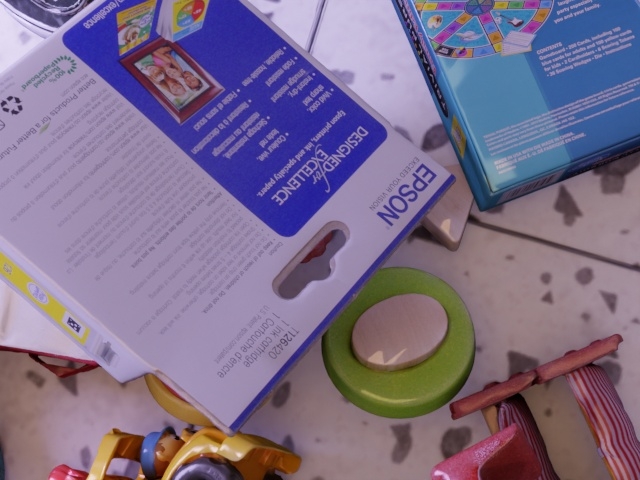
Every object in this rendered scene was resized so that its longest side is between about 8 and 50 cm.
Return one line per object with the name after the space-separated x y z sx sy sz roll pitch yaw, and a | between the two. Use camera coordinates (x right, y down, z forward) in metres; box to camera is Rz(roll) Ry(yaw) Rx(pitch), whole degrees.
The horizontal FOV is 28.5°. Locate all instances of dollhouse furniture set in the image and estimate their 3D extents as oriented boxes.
0.192 0.190 0.923 0.152 0.374 0.201 -24 82 10 | dollhouse furniture set

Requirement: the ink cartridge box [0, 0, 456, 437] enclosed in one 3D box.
-0.100 -0.045 0.960 0.307 0.072 0.303 42 57 2 | ink cartridge box

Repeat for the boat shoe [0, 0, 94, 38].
-0.306 -0.311 1.187 0.113 0.105 0.306 -37 80 3 | boat shoe

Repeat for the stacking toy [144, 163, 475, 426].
0.000 0.000 1.049 0.280 0.130 0.309 7 65 5 | stacking toy

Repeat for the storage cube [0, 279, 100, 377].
-0.230 0.011 1.095 0.184 0.193 0.215 7 84 9 | storage cube

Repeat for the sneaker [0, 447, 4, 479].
-0.433 0.118 1.148 0.208 0.127 0.319 -20 80 4 | sneaker

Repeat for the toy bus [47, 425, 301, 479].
-0.152 0.236 1.096 0.211 0.149 0.220 28 86 26 | toy bus

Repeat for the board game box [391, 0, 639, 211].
0.196 -0.227 1.099 0.254 0.079 0.336 -21 80 -4 | board game box
